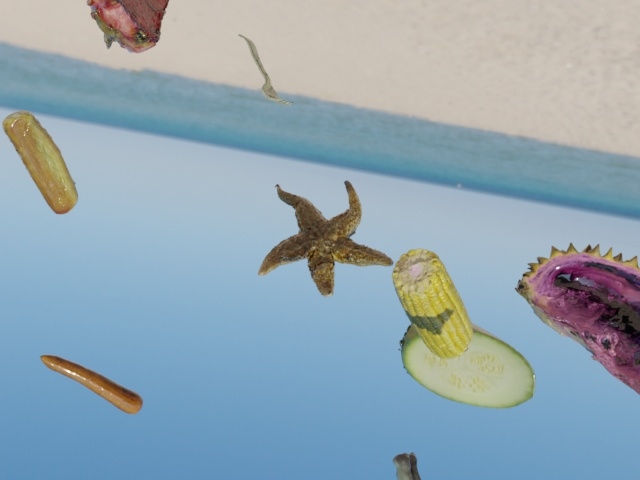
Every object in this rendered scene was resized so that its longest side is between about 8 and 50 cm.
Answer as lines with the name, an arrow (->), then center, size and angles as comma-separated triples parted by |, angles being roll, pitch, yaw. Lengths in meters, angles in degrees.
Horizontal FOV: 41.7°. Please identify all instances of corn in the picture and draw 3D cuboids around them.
corn -> 0.162, 0.097, 1.186 | 0.081, 0.081, 0.248 | 13, 156, 29

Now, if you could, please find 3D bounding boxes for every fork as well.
fork -> -0.105, -0.294, 1.444 | 0.034, 0.028, 0.219 | 8, -142, -39

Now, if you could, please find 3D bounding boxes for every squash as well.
squash -> 0.314, 0.273, 1.830 | 0.189, 0.189, 0.260 | 7, -165, -29

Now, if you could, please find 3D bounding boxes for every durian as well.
durian -> 0.384, 0.111, 1.105 | 0.260, 0.153, 0.186 | 47, 170, 26

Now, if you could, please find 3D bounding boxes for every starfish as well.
starfish -> 0.000, 0.000, 1.442 | 0.277, 0.236, 0.062 | 36, 157, 26

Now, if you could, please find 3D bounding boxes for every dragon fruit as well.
dragon fruit -> -0.272, -0.309, 1.137 | 0.096, 0.102, 0.147 | -22, -148, 22

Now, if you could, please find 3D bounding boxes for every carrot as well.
carrot -> -0.367, 0.226, 1.358 | 0.190, 0.037, 0.037 | 37, 173, -24

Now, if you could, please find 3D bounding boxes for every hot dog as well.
hot dog -> -0.472, -0.135, 1.434 | 0.066, 0.216, 0.047 | -29, -135, -10

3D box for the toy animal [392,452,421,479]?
toy animal -> 0.105, 0.301, 0.860 | 0.255, 0.170, 0.090 | -20, 157, 21
